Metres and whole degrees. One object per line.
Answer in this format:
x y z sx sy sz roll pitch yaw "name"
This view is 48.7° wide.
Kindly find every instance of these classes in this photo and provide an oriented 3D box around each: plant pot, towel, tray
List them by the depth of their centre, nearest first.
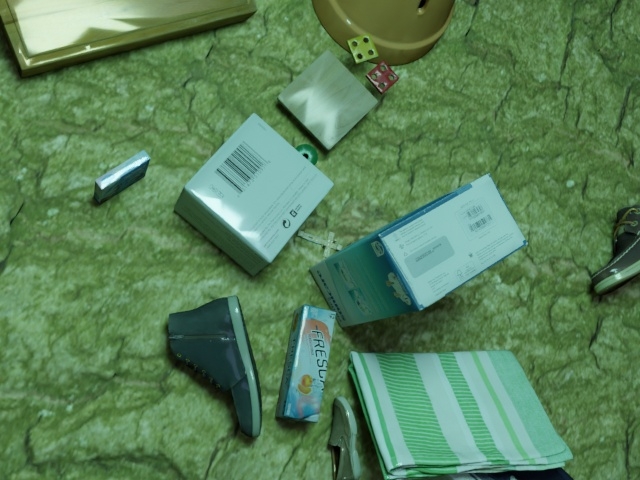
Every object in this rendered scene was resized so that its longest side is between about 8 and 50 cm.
0.222 0.273 1.162 0.324 0.038 0.248 2 39 -19 "towel"
-0.328 -0.427 1.177 0.410 0.076 0.203 -23 100 -24 "tray"
0.147 -0.507 1.319 0.290 0.203 0.291 5 74 -18 "plant pot"

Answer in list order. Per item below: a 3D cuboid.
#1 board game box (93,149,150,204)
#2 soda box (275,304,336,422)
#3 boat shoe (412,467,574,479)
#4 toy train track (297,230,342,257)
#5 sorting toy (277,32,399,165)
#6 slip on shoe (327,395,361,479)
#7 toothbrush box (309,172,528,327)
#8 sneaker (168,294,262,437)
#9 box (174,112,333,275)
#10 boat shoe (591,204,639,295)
-0.313 -0.098 1.113 0.090 0.090 0.020 -38 90 -23 "board game box"
-0.024 0.200 1.150 0.058 0.063 0.183 14 72 -15 "soda box"
0.286 0.396 1.191 0.340 0.127 0.158 39 54 -9 "boat shoe"
0.000 0.000 1.238 0.083 0.014 0.048 20 70 -13 "toy train track"
0.016 -0.256 1.284 0.132 0.046 0.274 45 78 -4 "sorting toy"
0.032 0.323 1.147 0.041 0.051 0.136 -6 86 -23 "slip on shoe"
0.142 0.026 1.127 0.216 0.295 0.126 -28 89 -22 "toothbrush box"
-0.162 0.205 1.105 0.118 0.083 0.222 -13 87 -3 "sneaker"
-0.110 -0.072 1.161 0.182 0.119 0.181 41 67 -6 "box"
0.637 -0.014 1.416 0.342 0.123 0.123 -33 75 -23 "boat shoe"
